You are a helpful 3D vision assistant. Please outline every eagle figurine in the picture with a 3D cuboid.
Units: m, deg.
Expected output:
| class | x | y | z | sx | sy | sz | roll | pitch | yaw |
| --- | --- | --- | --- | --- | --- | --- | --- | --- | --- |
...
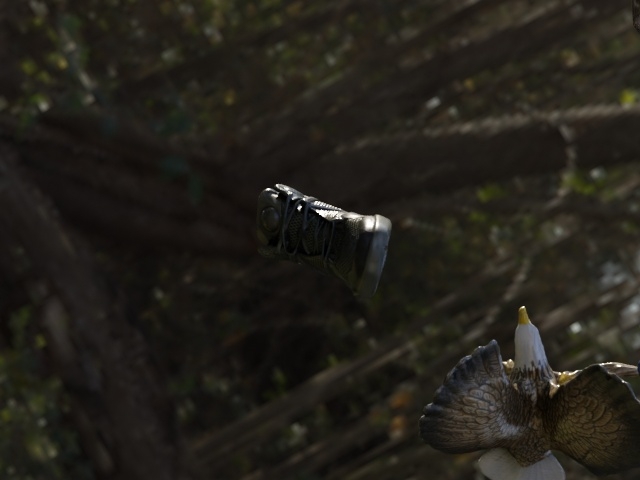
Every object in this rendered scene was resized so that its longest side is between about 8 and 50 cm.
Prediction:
| class | x | y | z | sx | sy | sz | roll | pitch | yaw |
| --- | --- | --- | --- | --- | --- | --- | --- | --- | --- |
| eagle figurine | 0.241 | 0.187 | 1.980 | 0.225 | 0.226 | 0.298 | 50 | 10 | -2 |

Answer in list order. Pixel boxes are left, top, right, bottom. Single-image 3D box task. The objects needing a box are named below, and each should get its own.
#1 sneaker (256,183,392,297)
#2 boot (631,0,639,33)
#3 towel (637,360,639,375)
| class | x | y | z | sx | sy | sz | roll | pitch | yaw |
| --- | --- | --- | --- | --- | --- | --- | --- | --- | --- |
| sneaker | 0.000 | 0.000 | 1.804 | 0.130 | 0.087 | 0.227 | 14 | 5 | -12 |
| boot | 0.275 | -0.239 | 1.493 | 0.106 | 0.037 | 0.114 | 70 | 22 | -44 |
| towel | 0.319 | 0.134 | 1.477 | 0.119 | 0.029 | 0.067 | 26 | 2 | -39 |
